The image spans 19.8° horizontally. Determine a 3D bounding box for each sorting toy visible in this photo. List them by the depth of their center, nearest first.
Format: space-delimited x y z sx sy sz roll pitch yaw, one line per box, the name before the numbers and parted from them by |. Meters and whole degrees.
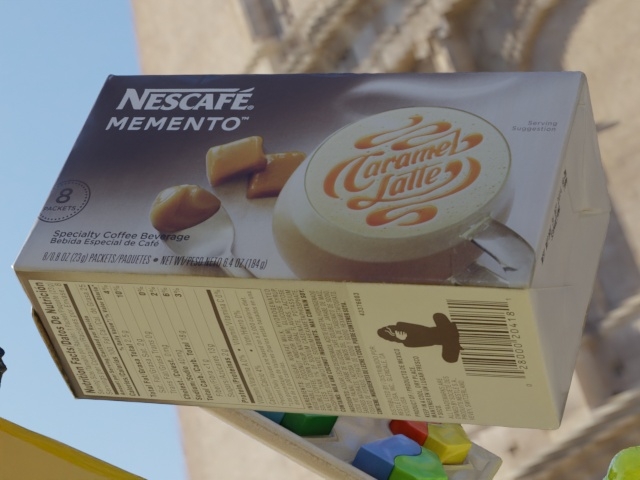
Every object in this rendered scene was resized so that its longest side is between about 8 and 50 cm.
sorting toy | 0.029 0.129 1.281 0.038 0.193 0.208 -64 -10 13

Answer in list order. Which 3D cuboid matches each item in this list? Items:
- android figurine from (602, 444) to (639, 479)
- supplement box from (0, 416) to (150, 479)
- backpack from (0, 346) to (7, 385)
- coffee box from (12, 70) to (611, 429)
android figurine | 0.233 0.208 1.164 0.273 0.056 0.248 -13 -42 7
supplement box | -0.016 0.209 0.425 0.356 0.195 0.194 27 -47 -24
backpack | -0.325 0.088 1.281 0.158 0.117 0.173 -15 -42 18
coffee box | 0.000 0.000 0.871 0.247 0.141 0.098 2 -44 21
